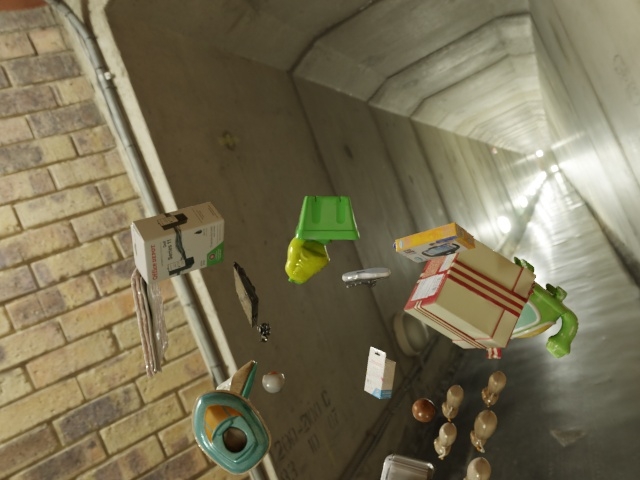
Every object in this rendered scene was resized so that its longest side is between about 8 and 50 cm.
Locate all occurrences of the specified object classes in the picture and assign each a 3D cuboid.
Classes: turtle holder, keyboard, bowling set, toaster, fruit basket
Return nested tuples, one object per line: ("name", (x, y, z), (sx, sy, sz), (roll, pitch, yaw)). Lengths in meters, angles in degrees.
("turtle holder", (0.686, 0.221, 1.697), (0.227, 0.320, 0.243), (-50, 10, 8))
("keyboard", (-0.177, 0.181, 1.341), (0.033, 0.201, 0.317), (-22, -14, -14))
("bowling set", (0.322, 0.432, 1.221), (0.154, 0.200, 0.287), (83, -150, -50))
("toaster", (0.267, 0.728, 1.549), (0.147, 0.129, 0.227), (9, -16, 18))
("fruit basket", (0.000, 0.000, 2.064), (0.283, 0.392, 0.392), (0, -2, -3))

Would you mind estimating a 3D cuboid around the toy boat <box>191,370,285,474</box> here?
("toy boat", (-0.228, 0.512, 1.516), (0.318, 0.267, 0.148), (-46, -7, -13))

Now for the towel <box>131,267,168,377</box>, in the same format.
("towel", (-0.551, 0.237, 1.664), (0.053, 0.331, 0.317), (-8, 9, -12))

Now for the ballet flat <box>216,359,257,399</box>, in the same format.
("ballet flat", (-0.316, 0.583, 1.807), (0.124, 0.342, 0.116), (12, 4, 8))

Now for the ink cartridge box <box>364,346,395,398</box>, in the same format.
("ink cartridge box", (0.240, 0.525, 2.033), (0.062, 0.181, 0.104), (6, 2, -32))

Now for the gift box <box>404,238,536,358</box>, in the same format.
("gift box", (0.420, 0.162, 1.394), (0.255, 0.258, 0.276), (-60, 5, -12))

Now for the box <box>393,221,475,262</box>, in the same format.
("box", (0.204, 0.008, 0.936), (0.136, 0.028, 0.081), (-20, -30, 34))

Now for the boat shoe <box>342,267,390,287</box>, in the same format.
("boat shoe", (0.203, 0.171, 2.212), (0.229, 0.076, 0.080), (-11, 13, 27))

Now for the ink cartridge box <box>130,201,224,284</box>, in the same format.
("ink cartridge box", (-0.356, 0.006, 1.285), (0.208, 0.087, 0.153), (-19, -41, -29))
